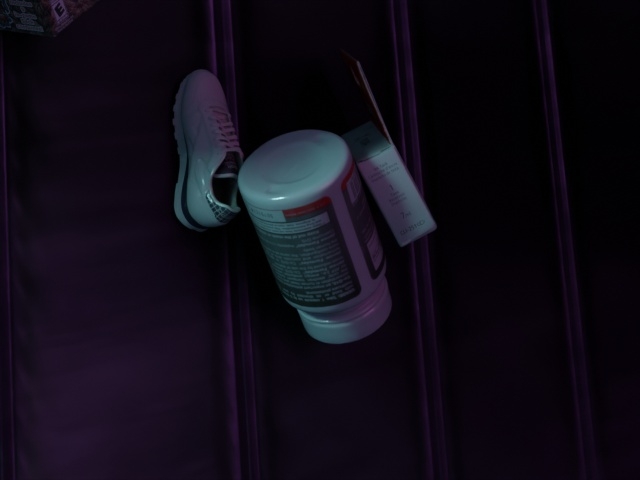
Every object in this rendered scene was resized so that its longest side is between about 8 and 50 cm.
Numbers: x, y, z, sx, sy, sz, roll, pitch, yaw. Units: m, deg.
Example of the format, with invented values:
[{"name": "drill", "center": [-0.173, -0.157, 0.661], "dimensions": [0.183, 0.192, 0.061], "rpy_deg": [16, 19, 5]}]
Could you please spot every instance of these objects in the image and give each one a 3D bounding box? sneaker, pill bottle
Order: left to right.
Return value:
[{"name": "sneaker", "center": [-0.148, -0.132, 1.917], "dimensions": [0.090, 0.095, 0.235], "rpy_deg": [6, 73, -39]}, {"name": "pill bottle", "center": [0.000, 0.000, 1.921], "dimensions": [0.161, 0.161, 0.283], "rpy_deg": [-54, 139, -37]}]

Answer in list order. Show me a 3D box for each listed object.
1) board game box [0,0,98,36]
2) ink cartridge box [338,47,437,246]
[{"name": "board game box", "center": [-0.355, -0.440, 1.696], "dimensions": [0.232, 0.141, 0.291], "rpy_deg": [-51, 141, -39]}, {"name": "ink cartridge box", "center": [0.071, -0.144, 2.009], "dimensions": [0.066, 0.296, 0.261], "rpy_deg": [-27, 102, 2]}]
